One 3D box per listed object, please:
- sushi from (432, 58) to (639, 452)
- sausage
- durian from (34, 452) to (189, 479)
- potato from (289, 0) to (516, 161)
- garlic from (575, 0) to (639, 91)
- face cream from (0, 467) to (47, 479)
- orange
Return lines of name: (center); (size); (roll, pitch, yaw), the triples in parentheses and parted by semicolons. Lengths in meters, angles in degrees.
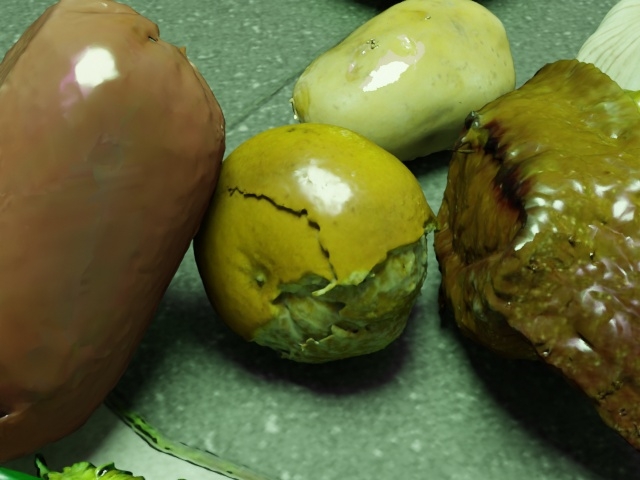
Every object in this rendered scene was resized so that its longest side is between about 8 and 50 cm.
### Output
sushi: (0.165, -0.010, 0.740); (0.179, 0.166, 0.296); (8, 21, -7)
sausage: (-0.159, 0.001, 0.691); (0.152, 0.152, 0.279); (27, 85, 29)
durian: (-0.028, 0.170, 0.579); (0.375, 0.106, 0.132); (3, 32, 39)
potato: (0.063, -0.116, 0.904); (0.178, 0.109, 0.118); (-26, 69, -17)
garlic: (0.280, -0.153, 0.851); (0.199, 0.226, 0.199); (-4, 37, 3)
face cream: (-0.146, 0.272, 0.380); (0.312, 0.219, 0.357); (-16, 48, 5)
orange: (0.000, 0.000, 0.749); (0.156, 0.156, 0.134); (25, 43, 27)
